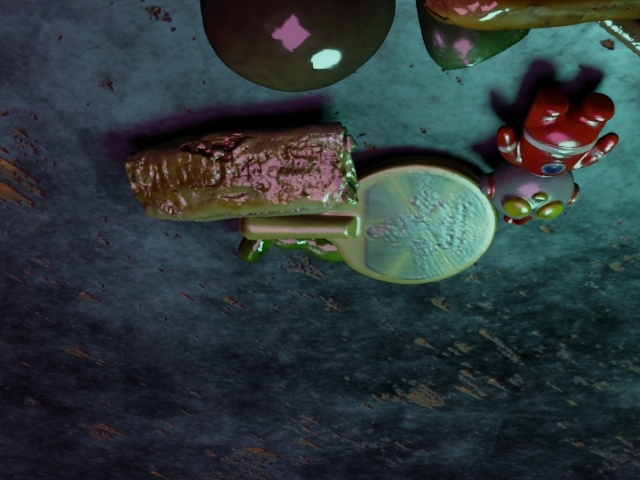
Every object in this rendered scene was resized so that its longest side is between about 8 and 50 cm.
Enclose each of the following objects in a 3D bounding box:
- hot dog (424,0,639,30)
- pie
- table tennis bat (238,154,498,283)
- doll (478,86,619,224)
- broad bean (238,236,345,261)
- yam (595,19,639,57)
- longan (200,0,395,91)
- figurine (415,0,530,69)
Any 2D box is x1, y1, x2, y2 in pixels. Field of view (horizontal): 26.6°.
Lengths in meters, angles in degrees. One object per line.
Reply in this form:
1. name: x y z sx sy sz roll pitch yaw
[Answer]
1. hot dog: 0.203 -0.262 1.142 0.349 0.158 0.117 -13 -155 -43
2. pie: -0.085 -0.079 1.590 0.283 0.068 0.128 -3 124 18
3. table tennis bat: 0.060 -0.024 1.673 0.321 0.050 0.198 0 132 -3
4. doll: 0.256 -0.087 1.571 0.142 0.076 0.245 7 143 -10
5. broad bean: 0.000 0.000 1.742 0.214 0.048 0.070 -3 139 3
6. yam: 0.322 -0.214 1.402 0.145 0.032 0.032 28 139 -36
7. longan: -0.017 -0.232 1.272 0.185 0.159 0.204 6 139 -21
8. figurine: 0.123 -0.287 1.229 0.127 0.185 0.234 -12 109 41
